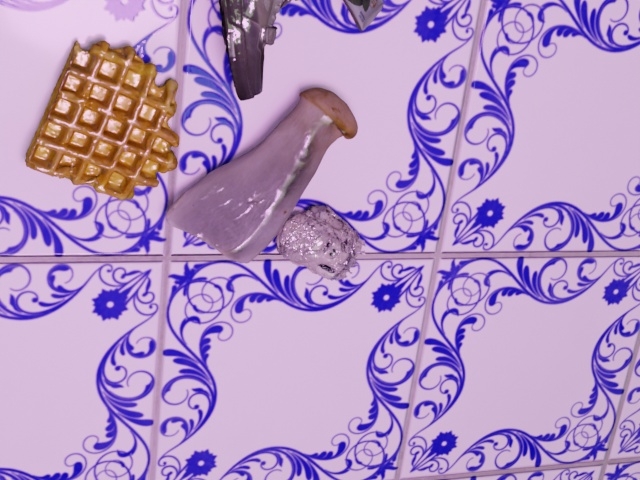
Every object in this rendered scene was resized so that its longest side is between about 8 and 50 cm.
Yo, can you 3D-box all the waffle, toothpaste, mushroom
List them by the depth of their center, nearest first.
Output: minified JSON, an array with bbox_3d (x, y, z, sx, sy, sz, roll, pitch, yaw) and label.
[{"bbox_3d":[-0.304,-0.177,1.468,0.219,0.057,0.229,22,103,-26],"label":"waffle"},{"bbox_3d":[0.030,-0.417,1.471,0.060,0.038,0.233,-47,135,-4],"label":"toothpaste"},{"bbox_3d":[-0.083,-0.109,1.539,0.328,0.122,0.159,-49,128,5],"label":"mushroom"}]

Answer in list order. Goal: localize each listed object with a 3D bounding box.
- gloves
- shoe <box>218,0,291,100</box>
[{"bbox_3d":[0.001,0.002,1.644,0.153,0.070,0.114,29,101,-25],"label":"gloves"},{"bbox_3d":[-0.078,-0.360,1.433,0.149,0.109,0.293,-10,111,-9],"label":"shoe"}]
